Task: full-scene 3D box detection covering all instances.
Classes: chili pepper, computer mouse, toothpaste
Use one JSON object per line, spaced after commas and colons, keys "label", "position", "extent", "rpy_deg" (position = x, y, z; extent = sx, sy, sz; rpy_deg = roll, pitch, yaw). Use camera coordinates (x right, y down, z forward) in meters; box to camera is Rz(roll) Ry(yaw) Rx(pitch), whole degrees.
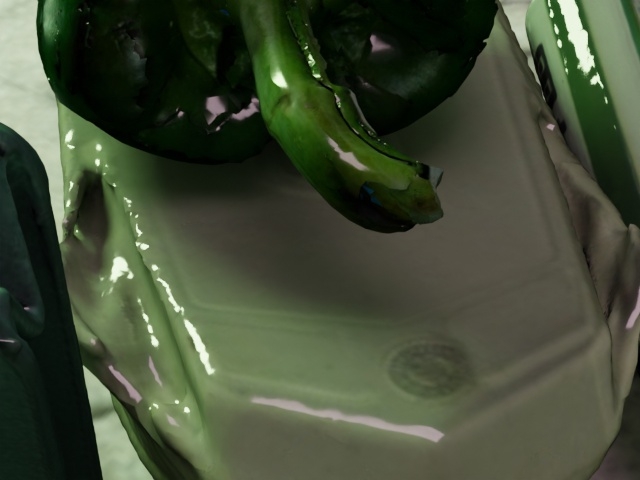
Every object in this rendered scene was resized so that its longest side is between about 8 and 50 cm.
{"label": "chili pepper", "position": [-0.015, -0.104, 0.701], "extent": [0.173, 0.165, 0.261], "rpy_deg": [-2, 27, -14]}
{"label": "computer mouse", "position": [0.000, 0.001, 0.812], "extent": [0.228, 0.145, 0.429], "rpy_deg": [-8, 38, -6]}
{"label": "toothpaste", "position": [0.148, 0.015, 0.799], "extent": [0.061, 0.099, 0.392], "rpy_deg": [-16, 57, 8]}

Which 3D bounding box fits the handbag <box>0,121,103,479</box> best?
{"label": "handbag", "position": [-0.215, 0.051, 0.662], "extent": [0.268, 0.274, 0.100], "rpy_deg": [0, 55, 2]}
